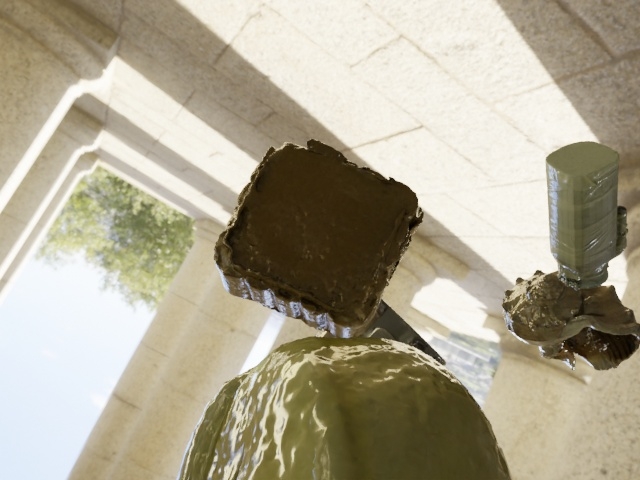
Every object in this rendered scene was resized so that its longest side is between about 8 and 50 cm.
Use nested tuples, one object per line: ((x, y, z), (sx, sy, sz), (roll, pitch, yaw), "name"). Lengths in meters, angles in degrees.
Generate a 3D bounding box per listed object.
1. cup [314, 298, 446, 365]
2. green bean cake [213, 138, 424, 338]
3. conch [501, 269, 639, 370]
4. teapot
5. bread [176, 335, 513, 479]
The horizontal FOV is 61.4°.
((0.072, 0.239, 0.996), (0.227, 0.257, 0.301), (41, 177, 12), "cup")
((0.000, 0.000, 0.724), (0.230, 0.224, 0.131), (23, 155, 8), "green bean cake")
((0.535, 0.161, 1.127), (0.263, 0.186, 0.324), (11, 163, 42), "conch")
((0.365, -0.034, 0.725), (0.077, 0.107, 0.200), (54, 167, 54), "teapot")
((0.025, 0.235, 0.410), (0.237, 0.320, 0.320), (9, 179, -29), "bread")
